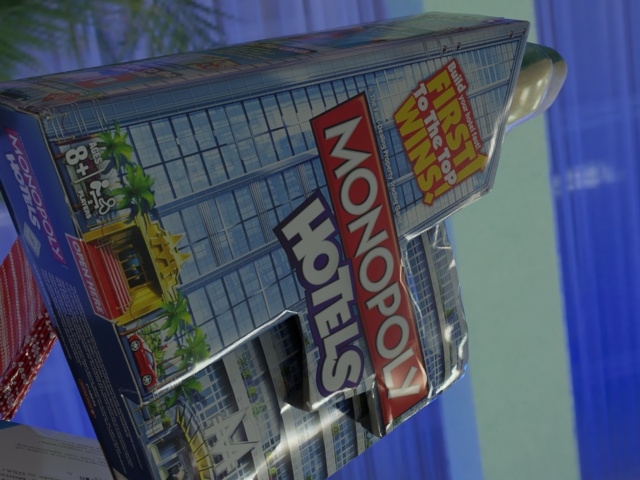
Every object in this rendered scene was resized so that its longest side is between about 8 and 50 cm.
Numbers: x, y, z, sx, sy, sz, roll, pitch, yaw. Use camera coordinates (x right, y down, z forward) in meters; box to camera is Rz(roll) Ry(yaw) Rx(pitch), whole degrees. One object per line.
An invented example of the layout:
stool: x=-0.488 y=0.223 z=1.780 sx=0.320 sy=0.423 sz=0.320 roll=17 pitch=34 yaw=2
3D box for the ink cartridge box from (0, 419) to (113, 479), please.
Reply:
ink cartridge box: x=-0.177 y=0.231 z=0.672 sx=0.285 sy=0.166 sz=0.395 roll=16 pitch=-175 yaw=-17

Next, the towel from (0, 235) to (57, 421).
towel: x=-0.249 y=0.005 z=1.141 sx=0.031 sy=0.275 sz=0.199 roll=18 pitch=-150 yaw=-27

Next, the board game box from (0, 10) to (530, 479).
board game box: x=0.000 y=0.000 z=0.451 sx=0.194 sy=0.194 sz=0.060 roll=-31 pitch=-150 yaw=-28

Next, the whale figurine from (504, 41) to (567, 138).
whale figurine: x=0.024 y=-0.074 z=0.822 sx=0.272 sy=0.141 sz=0.216 roll=-30 pitch=177 yaw=21
